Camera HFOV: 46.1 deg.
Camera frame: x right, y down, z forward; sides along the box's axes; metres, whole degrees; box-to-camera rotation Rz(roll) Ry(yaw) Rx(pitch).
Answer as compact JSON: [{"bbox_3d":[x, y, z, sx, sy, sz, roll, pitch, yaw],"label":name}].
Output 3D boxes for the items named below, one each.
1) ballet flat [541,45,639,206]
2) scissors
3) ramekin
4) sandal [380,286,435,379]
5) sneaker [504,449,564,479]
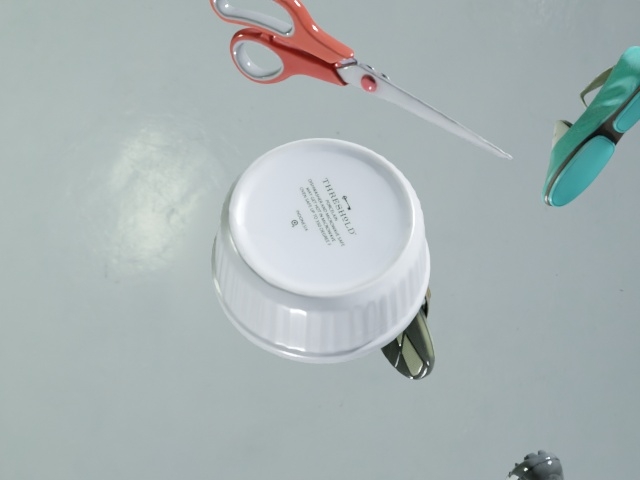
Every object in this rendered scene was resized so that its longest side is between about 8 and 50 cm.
[{"bbox_3d":[0.375,-0.158,1.027,0.247,0.083,0.087,-52,45,17],"label":"ballet flat"},{"bbox_3d":[0.027,-0.149,0.636,0.297,0.109,0.021,24,53,25],"label":"scissors"},{"bbox_3d":[0.000,0.000,0.896,0.272,0.127,0.273,0,60,0],"label":"ramekin"},{"bbox_3d":[0.126,0.071,1.183,0.120,0.086,0.303,116,146,-47],"label":"sandal"},{"bbox_3d":[0.251,0.342,0.843,0.078,0.106,0.234,-10,122,-20],"label":"sneaker"}]
